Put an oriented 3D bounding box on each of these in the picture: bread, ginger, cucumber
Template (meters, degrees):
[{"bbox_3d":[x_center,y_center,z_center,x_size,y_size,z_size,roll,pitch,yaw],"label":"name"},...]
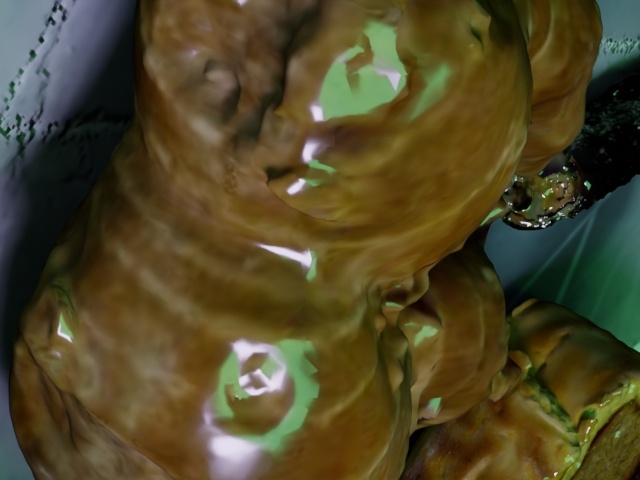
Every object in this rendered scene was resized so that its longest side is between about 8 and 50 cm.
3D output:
[{"bbox_3d":[0.108,0.148,1.047,0.181,0.096,0.222,25,100,-53],"label":"bread"},{"bbox_3d":[-0.006,0.009,0.779,0.274,0.152,0.357,-23,137,-63],"label":"ginger"},{"bbox_3d":[0.157,-0.055,0.986,0.181,0.053,0.053,-26,135,-37],"label":"cucumber"}]
